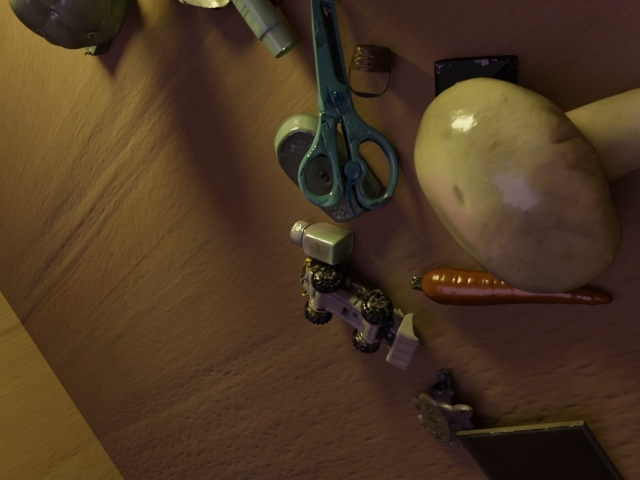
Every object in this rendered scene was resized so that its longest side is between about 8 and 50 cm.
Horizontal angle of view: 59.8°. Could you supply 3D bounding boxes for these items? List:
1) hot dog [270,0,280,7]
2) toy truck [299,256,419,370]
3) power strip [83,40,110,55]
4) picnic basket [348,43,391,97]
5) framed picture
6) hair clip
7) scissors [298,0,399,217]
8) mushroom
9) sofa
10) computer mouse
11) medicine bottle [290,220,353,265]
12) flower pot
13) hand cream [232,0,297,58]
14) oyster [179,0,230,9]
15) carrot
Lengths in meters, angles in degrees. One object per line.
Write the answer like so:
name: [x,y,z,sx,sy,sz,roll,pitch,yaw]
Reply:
hot dog: [-0.074,-0.455,0.988,0.037,0.021,0.083,52,135,20]
toy truck: [0.078,0.132,1.103,0.286,0.111,0.136,32,138,20]
power strip: [-0.524,-0.547,1.269,0.145,0.061,0.216,52,132,4]
picnic basket: [0.081,-0.279,0.920,0.072,0.072,0.083,19,117,30]
framed picture: [0.399,0.404,1.016,0.250,0.016,0.184,-25,110,41]
hair clip: [0.252,0.349,1.114,0.146,0.056,0.187,8,119,43]
scissors: [0.034,-0.231,0.959,0.032,0.180,0.392,-132,33,-79]
mushroom: [0.284,-0.064,0.723,0.356,0.315,0.315,17,121,31]
sofa: [0.233,-0.245,0.839,0.118,0.039,0.060,10,116,35]
computer mouse: [0.011,-0.139,1.045,0.231,0.079,0.128,47,126,-10]
medicine bottle: [0.000,0.000,1.121,0.118,0.074,0.055,20,123,30]
flower pot: [-0.483,-0.500,1.061,0.246,0.246,0.195,36,153,19]
hand cream: [-0.162,-0.469,0.978,0.058,0.085,0.331,-36,97,20]
oyster: [-0.229,-0.528,1.046,0.163,0.081,0.191,-9,110,13]
carrot: [0.302,0.081,0.934,0.336,0.069,0.069,1,112,35]
